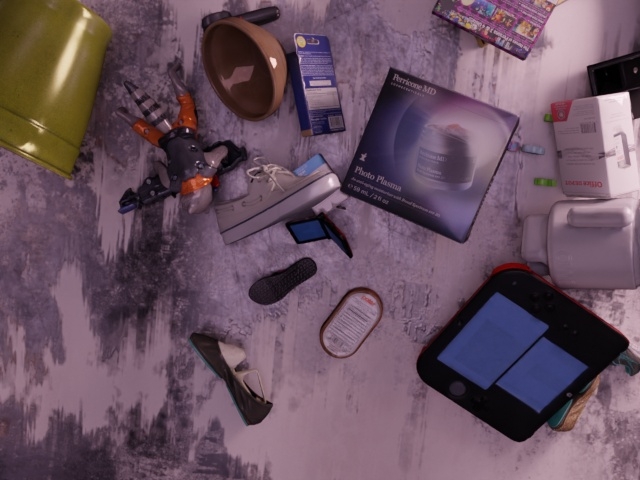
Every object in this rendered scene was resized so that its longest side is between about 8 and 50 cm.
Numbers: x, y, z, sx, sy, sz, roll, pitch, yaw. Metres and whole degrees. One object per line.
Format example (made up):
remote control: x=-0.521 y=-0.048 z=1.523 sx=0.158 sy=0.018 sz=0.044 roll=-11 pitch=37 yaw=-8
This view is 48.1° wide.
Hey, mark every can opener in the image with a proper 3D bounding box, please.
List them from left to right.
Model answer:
can opener: x=-0.184 y=-0.508 z=1.663 sx=0.186 sy=0.059 sz=0.073 roll=-12 pitch=95 yaw=5

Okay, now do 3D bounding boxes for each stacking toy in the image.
stacking toy: x=0.455 y=-0.218 z=1.661 sx=0.221 sy=0.052 sz=0.167 roll=8 pitch=97 yaw=2

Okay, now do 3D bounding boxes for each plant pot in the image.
plant pot: x=-0.645 y=-0.372 z=1.587 sx=0.366 sy=0.366 sz=0.353 roll=25 pitch=85 yaw=0
plant pot: x=-0.152 y=-0.399 z=1.624 sx=0.110 sy=0.237 sz=0.237 roll=-39 pitch=94 yaw=-34

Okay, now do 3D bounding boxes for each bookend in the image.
bookend: x=0.687 y=-0.331 z=1.579 sx=0.072 sy=0.156 sz=0.157 roll=-18 pitch=97 yaw=-35

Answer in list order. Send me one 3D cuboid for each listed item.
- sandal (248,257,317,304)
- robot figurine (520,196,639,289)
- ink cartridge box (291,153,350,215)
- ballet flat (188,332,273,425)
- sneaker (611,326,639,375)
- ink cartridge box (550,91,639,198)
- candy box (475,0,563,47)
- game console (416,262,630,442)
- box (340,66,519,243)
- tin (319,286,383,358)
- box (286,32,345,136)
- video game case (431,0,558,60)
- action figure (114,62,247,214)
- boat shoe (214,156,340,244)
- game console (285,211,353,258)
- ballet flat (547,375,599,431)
sandal: x=-0.090 y=0.100 z=1.740 sx=0.179 sy=0.040 sz=0.067 roll=-28 pitch=100 yaw=-8
robot figurine: x=0.627 y=0.008 z=1.570 sx=0.354 sy=0.300 sz=0.199 roll=-2 pitch=66 yaw=28
ink cartridge box: x=0.004 y=-0.121 z=1.678 sx=0.090 sy=0.092 sz=0.143 roll=-35 pitch=93 yaw=7
ballet flat: x=-0.208 y=0.320 z=1.747 sx=0.096 sy=0.095 sz=0.280 roll=-33 pitch=104 yaw=-3
sneaker: x=0.701 y=0.259 z=1.695 sx=0.166 sy=0.065 sz=0.076 roll=38 pitch=101 yaw=0
ink cartridge box: x=0.605 y=-0.208 z=1.585 sx=0.092 sy=0.158 sz=0.217 roll=-12 pitch=100 yaw=-18
candy box: x=0.462 y=-0.591 z=1.600 sx=0.316 sy=0.087 sz=0.183 roll=-28 pitch=94 yaw=7
game console: x=0.447 y=0.264 z=1.651 sx=0.342 sy=0.060 sz=0.386 roll=36 pitch=118 yaw=0
box: x=0.242 y=-0.186 z=1.584 sx=0.296 sy=0.183 sz=0.294 roll=24 pitch=98 yaw=12
tin: x=0.075 y=0.201 z=1.739 sx=0.106 sy=0.040 sz=0.189 roll=35 pitch=97 yaw=-5
box: x=-0.011 y=-0.353 z=1.635 sx=0.036 sy=0.136 sz=0.225 roll=-5 pitch=98 yaw=37
video game case: x=0.390 y=-0.535 z=1.546 sx=0.232 sy=0.042 sz=0.210 roll=27 pitch=99 yaw=0
action figure: x=-0.366 y=-0.193 z=1.656 sx=0.341 sy=0.178 sz=0.330 roll=-31 pitch=84 yaw=4
boat shoe: x=-0.118 y=-0.116 z=1.611 sx=0.367 sy=0.136 sz=0.156 roll=-23 pitch=91 yaw=45
game console: x=0.000 y=0.000 z=1.657 sx=0.085 sy=0.144 sz=0.124 roll=-41 pitch=68 yaw=-5
ballet flat: x=0.617 y=0.369 z=1.718 sx=0.067 sy=0.073 sz=0.206 roll=26 pitch=101 yaw=-27
